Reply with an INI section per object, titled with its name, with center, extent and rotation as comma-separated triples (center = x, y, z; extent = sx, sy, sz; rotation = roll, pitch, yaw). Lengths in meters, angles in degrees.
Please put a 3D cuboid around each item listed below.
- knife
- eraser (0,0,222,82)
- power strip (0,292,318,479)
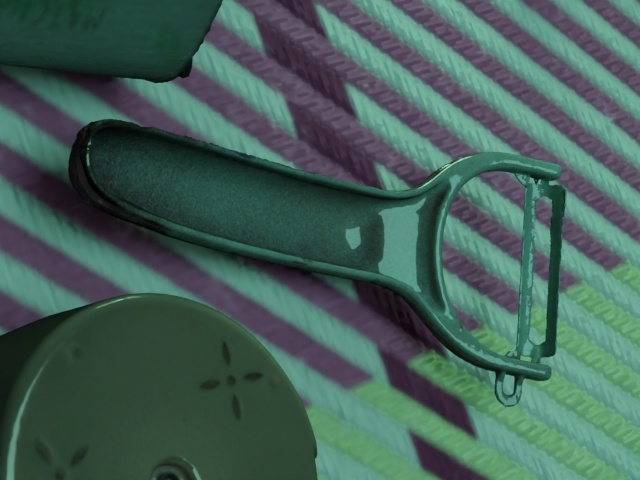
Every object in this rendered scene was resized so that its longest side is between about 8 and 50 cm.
[knife]
center = -0.002, 0.000, 0.823
extent = 0.278, 0.053, 0.123
rotation = 13, 72, -37
[eraser]
center = -0.132, -0.146, 0.693
extent = 0.227, 0.174, 0.081
rotation = 2, 33, -42
[power strip]
center = -0.079, 0.099, 0.704
extent = 0.154, 0.078, 0.154
rotation = 12, 71, -37
